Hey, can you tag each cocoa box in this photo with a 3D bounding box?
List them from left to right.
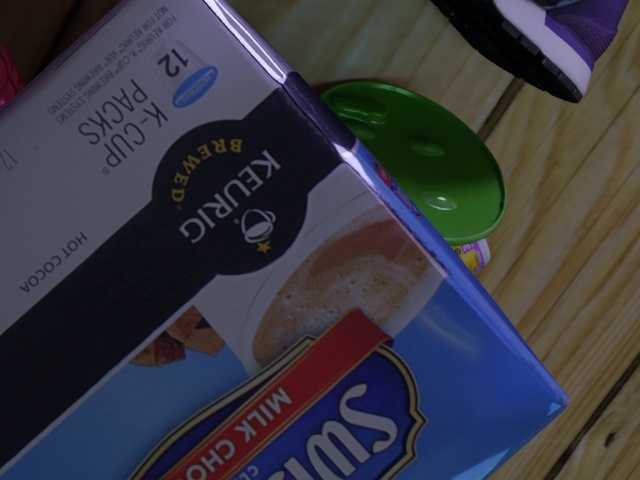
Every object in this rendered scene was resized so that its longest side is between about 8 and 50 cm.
[{"bbox_3d":[-0.061,0.041,0.851,0.231,0.228,0.347,-41,-177,2],"label":"cocoa box"}]

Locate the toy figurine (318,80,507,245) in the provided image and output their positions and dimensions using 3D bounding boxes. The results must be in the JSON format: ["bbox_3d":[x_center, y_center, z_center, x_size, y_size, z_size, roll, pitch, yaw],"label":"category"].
[{"bbox_3d":[0.000,0.000,1.122,0.173,0.130,0.159,12,133,-23],"label":"toy figurine"}]

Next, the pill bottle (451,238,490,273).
[{"bbox_3d":[0.069,0.018,1.245,0.083,0.043,0.043,-32,144,-12],"label":"pill bottle"}]

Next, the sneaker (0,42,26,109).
[{"bbox_3d":[-0.283,-0.041,0.810,0.299,0.121,0.112,-30,115,-14],"label":"sneaker"}]

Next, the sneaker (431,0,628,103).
[{"bbox_3d":[0.099,-0.191,1.021,0.124,0.107,0.283,-57,148,-2],"label":"sneaker"}]
